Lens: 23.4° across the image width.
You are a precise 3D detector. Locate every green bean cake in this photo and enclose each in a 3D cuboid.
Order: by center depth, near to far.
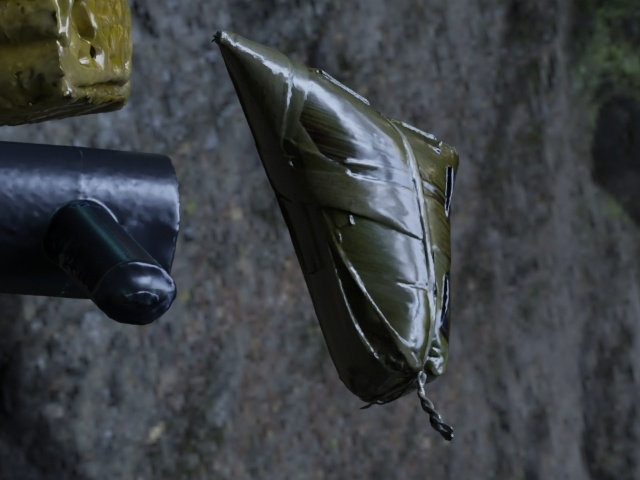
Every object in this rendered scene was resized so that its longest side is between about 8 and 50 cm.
[{"bbox_3d":[-0.229,-0.205,1.220,0.230,0.131,0.224,-42,125,-82],"label":"green bean cake"}]

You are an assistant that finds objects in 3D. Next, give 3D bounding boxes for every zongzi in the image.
[{"bbox_3d":[0.000,0.000,0.814,0.178,0.081,0.189,31,49,-38],"label":"zongzi"}]

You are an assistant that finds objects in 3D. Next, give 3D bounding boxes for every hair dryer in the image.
[{"bbox_3d":[-0.202,0.000,1.045,0.302,0.244,0.116,-155,-111,-67],"label":"hair dryer"}]
